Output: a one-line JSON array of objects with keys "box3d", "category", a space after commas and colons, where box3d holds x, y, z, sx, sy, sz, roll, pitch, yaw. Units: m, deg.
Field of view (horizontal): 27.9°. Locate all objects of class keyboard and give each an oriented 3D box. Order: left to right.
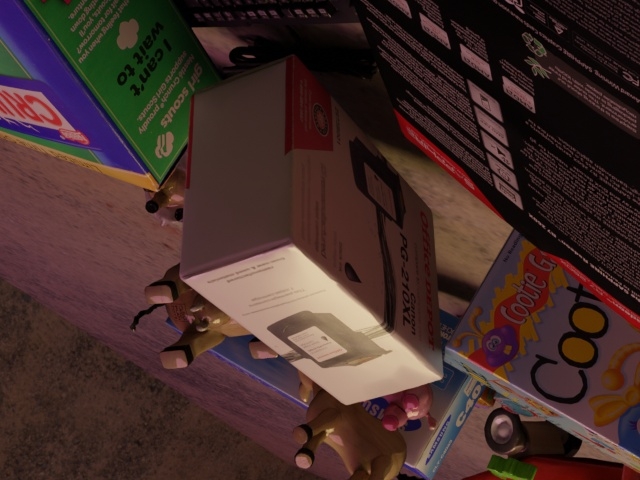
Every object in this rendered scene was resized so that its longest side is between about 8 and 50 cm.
[{"box3d": [-0.052, -0.172, 0.944, 0.317, 0.033, 0.201, 10, 158, 50], "category": "keyboard"}]

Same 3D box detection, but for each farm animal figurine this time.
[{"box3d": [-0.021, 0.073, 1.287, 0.326, 0.330, 0.172, 10, -160, 18], "category": "farm animal figurine"}]

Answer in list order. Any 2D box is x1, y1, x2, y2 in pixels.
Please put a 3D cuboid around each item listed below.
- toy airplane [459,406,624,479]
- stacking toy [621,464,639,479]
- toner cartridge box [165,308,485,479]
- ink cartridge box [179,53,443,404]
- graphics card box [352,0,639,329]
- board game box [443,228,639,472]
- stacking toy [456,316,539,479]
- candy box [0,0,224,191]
[{"box3d": [0.358, 0.353, 1.509, 0.386, 0.272, 0.384, 8, 175, 3], "category": "toy airplane"}, {"box3d": [0.431, 0.276, 1.165, 0.309, 0.280, 0.130, 12, 169, 42], "category": "stacking toy"}, {"box3d": [0.011, 0.108, 1.435, 0.347, 0.165, 0.075, 26, 170, 27], "category": "toner cartridge box"}, {"box3d": [0.000, 0.000, 1.002, 0.100, 0.172, 0.237, -18, 143, 25], "category": "ink cartridge box"}, {"box3d": [0.115, -0.103, 0.650, 0.233, 0.094, 0.371, 43, 174, 27], "category": "graphics card box"}, {"box3d": [0.253, 0.101, 1.040, 0.275, 0.142, 0.144, 30, 174, 9], "category": "board game box"}, {"box3d": [0.192, 0.175, 1.413, 0.052, 0.167, 0.221, 36, 162, -30], "category": "stacking toy"}, {"box3d": [-0.255, -0.200, 0.965, 0.268, 0.122, 0.317, 17, 156, 35], "category": "candy box"}]
